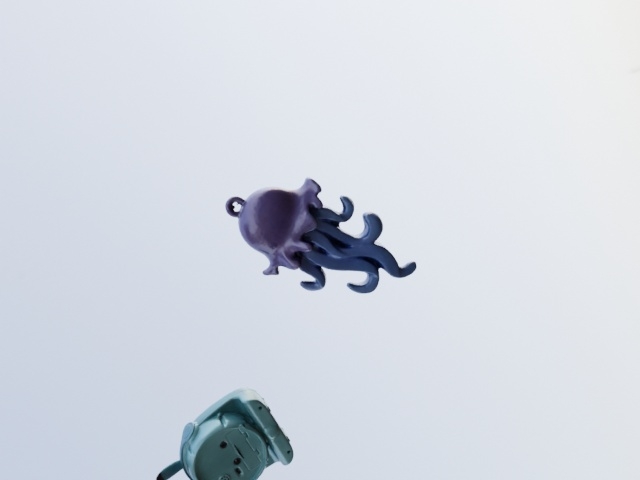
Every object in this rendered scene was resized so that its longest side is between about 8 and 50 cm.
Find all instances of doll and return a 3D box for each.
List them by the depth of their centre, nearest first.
[{"bbox_3d":[0.000,0.000,0.855,0.206,0.067,0.110,23,-86,-8],"label":"doll"}]

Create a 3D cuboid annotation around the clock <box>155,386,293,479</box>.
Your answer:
[{"bbox_3d":[-0.112,0.244,0.959,0.108,0.147,0.045,61,171,-25],"label":"clock"}]
